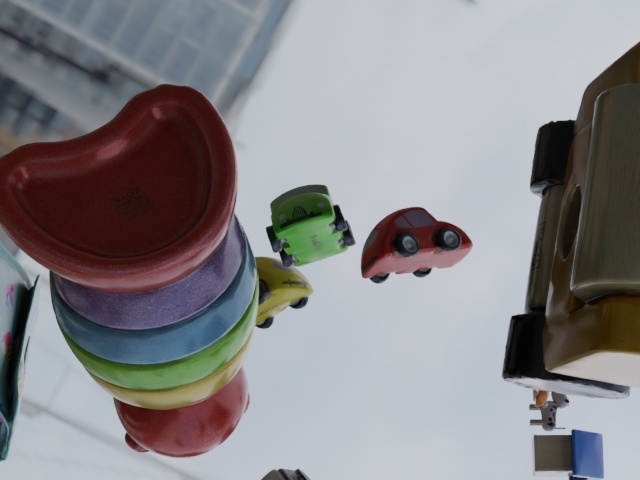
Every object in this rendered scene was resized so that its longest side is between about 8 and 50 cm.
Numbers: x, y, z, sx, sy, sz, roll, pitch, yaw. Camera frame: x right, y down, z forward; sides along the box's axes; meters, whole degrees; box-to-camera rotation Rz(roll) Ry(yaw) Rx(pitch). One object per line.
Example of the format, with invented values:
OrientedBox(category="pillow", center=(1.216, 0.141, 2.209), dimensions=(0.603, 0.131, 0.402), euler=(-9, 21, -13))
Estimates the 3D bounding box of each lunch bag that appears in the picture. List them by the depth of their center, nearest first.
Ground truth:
OrientedBox(category="lunch bag", center=(-0.428, 0.116, 2.135), dimensions=(0.160, 0.262, 0.223), euler=(-15, -131, 21))

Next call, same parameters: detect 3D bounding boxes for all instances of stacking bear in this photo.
OrientedBox(category="stacking bear", center=(-0.121, 0.055, 1.346), dimensions=(0.164, 0.175, 0.289), euler=(53, -18, 37))

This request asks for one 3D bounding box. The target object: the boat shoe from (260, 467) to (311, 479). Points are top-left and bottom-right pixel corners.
OrientedBox(category="boat shoe", center=(0.077, 0.313, 1.902), dimensions=(0.158, 0.340, 0.127), euler=(-40, -141, -2))

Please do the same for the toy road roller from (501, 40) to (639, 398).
OrientedBox(category="toy road roller", center=(0.273, 0.008, 1.220), dimensions=(0.329, 0.241, 0.202), euler=(118, -18, -79))

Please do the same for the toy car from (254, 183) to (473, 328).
OrientedBox(category="toy car", center=(0.000, 0.000, 1.458), dimensions=(0.225, 0.239, 0.053), euler=(64, 8, -70))

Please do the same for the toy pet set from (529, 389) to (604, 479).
OrientedBox(category="toy pet set", center=(0.228, 0.163, 1.649), dimensions=(0.122, 0.065, 0.114), euler=(75, 15, -75))
